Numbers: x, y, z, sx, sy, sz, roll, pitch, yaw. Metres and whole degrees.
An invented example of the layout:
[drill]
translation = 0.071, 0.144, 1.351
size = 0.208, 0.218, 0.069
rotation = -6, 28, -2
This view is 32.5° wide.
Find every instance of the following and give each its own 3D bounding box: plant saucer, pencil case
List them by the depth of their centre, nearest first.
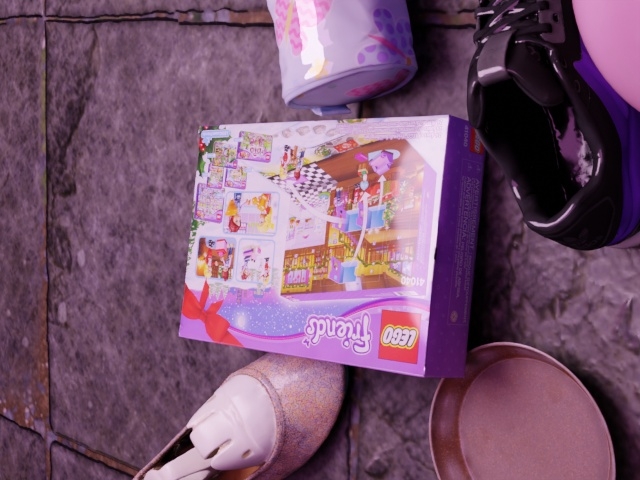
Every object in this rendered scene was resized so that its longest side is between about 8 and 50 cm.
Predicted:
[plant saucer]
translation = 0.158, 0.160, 0.851
size = 0.168, 0.029, 0.168
rotation = 7, 100, 42
[pencil case]
translation = -0.005, -0.243, 0.894
size = 0.124, 0.113, 0.273
rotation = -21, 81, 52

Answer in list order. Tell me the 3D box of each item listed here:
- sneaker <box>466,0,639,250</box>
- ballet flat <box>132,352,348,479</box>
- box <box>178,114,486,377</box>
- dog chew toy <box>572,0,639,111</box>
[sneaker]
translation = 0.150, -0.133, 0.736
size = 0.102, 0.146, 0.293
rotation = -20, 82, 43
[ballet flat]
translation = -0.091, 0.199, 1.040
size = 0.316, 0.106, 0.107
rotation = -50, 61, 35
[box]
translation = 0.000, 0.000, 0.938
size = 0.293, 0.057, 0.200
rotation = 4, 87, 44
[dog chew toy]
translation = 0.296, -0.127, 0.554
size = 0.332, 0.207, 0.206
rotation = 26, 113, 39
